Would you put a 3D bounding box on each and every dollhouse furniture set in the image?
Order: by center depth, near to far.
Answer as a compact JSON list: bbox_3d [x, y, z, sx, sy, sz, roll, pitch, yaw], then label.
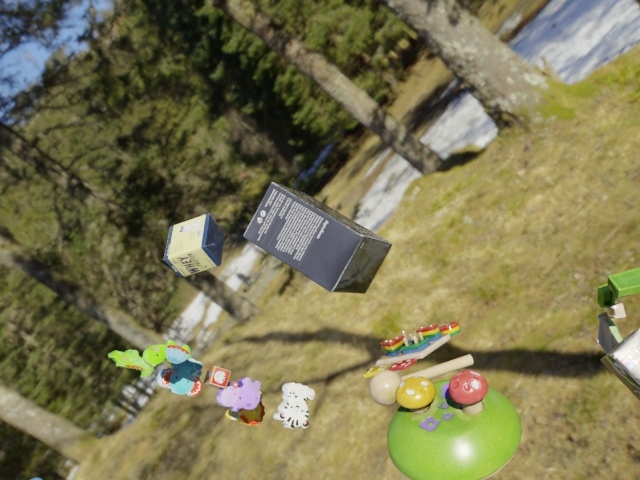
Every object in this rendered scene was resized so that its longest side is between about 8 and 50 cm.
[{"bbox_3d":[0.429,0.107,1.014,0.059,0.151,0.076,-13,34,-1],"label":"dollhouse furniture set"}]

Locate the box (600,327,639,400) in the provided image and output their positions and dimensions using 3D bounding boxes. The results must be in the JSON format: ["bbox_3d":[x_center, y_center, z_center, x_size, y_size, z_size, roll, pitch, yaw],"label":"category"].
[{"bbox_3d":[0.392,0.156,0.878,0.052,0.083,0.062,-41,-19,-3],"label":"box"}]

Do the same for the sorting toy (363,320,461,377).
[{"bbox_3d":[0.192,0.229,1.601,0.132,0.046,0.274,-19,1,40],"label":"sorting toy"}]

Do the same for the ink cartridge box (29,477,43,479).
[{"bbox_3d":[-0.382,0.375,0.537,0.285,0.166,0.395,-26,2,9],"label":"ink cartridge box"}]

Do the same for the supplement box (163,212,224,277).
[{"bbox_3d":[-0.222,0.009,1.285,0.083,0.056,0.083,-18,44,17],"label":"supplement box"}]

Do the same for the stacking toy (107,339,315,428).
[{"bbox_3d":[-0.134,0.177,0.875,0.167,0.221,0.052,-22,48,58],"label":"stacking toy"}]

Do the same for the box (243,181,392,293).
[{"bbox_3d":[0.000,0.000,1.053,0.093,0.158,0.156,-62,-20,6],"label":"box"}]

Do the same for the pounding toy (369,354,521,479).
[{"bbox_3d":[0.162,0.212,0.994,0.183,0.110,0.237,-20,26,-3],"label":"pounding toy"}]
